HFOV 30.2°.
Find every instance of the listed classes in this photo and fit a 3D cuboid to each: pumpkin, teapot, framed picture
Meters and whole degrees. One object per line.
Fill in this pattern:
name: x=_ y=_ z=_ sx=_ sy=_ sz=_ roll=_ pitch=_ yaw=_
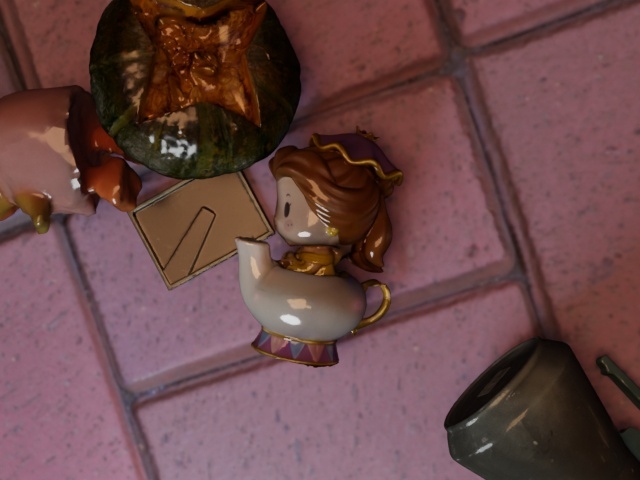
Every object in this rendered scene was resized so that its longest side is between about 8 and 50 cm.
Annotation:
pumpkin: x=-0.140 y=-0.178 z=1.302 sx=0.237 sy=0.159 sz=0.238 roll=1 pitch=77 yaw=-6
teapot: x=0.268 y=0.219 z=1.270 sx=0.225 sy=0.171 sz=0.203 roll=46 pitch=71 yaw=-2
framed picture: x=-0.141 y=-0.021 z=1.396 sx=0.149 sy=0.011 sz=0.109 roll=-28 pitch=88 yaw=12

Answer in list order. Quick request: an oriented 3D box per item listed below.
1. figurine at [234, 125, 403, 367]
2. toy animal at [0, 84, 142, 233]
figurine: x=0.000 y=0.000 z=1.308 sx=0.189 sy=0.142 sz=0.264 roll=10 pitch=96 yaw=-22
toy animal: x=-0.353 y=-0.091 z=1.356 sx=0.281 sy=0.169 sz=0.195 roll=-10 pitch=50 yaw=16
